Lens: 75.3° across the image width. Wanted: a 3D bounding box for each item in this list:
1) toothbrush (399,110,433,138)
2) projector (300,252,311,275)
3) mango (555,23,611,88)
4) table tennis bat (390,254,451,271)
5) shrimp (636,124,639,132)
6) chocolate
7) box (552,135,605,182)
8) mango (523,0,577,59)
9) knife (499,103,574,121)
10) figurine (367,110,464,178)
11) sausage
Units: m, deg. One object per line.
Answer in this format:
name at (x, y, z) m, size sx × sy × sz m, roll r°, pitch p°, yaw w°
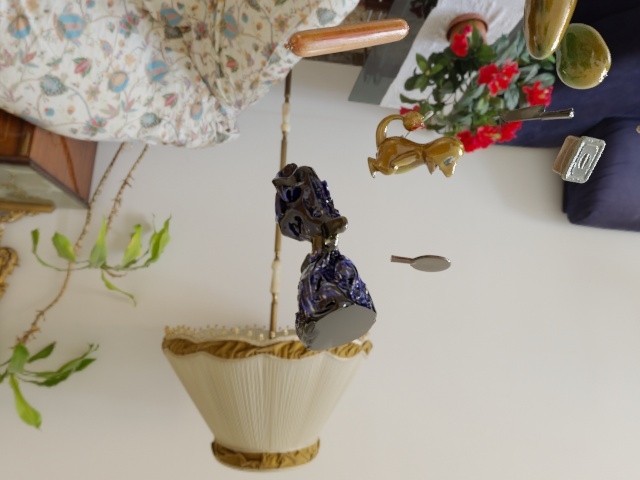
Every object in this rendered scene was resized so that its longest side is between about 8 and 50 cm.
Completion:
toothbrush at (0.337, -0.405, 1.488) m, size 0.018 × 0.024 × 0.257 m, roll -1°, pitch 172°, yaw -13°
projector at (-0.009, 0.096, 1.376) m, size 0.082 × 0.083 × 0.083 m, roll 9°, pitch 124°, yaw -30°
mango at (0.899, -0.641, 1.436) m, size 0.156 × 0.251 × 0.114 m, roll -17°, pitch 155°, yaw 33°
table tennis bat at (0.274, 0.106, 1.138) m, size 0.169 × 0.119 × 0.107 m, roll 8°, pitch 154°, yaw -2°
shrimp at (0.613, -0.185, 0.740) m, size 0.108 × 0.023 × 0.059 m, roll 8°, pitch -149°, yaw -18°
chocolate at (-0.003, -0.004, 0.685) m, size 0.126 × 0.344 × 0.148 m, roll 8°, pitch 141°, yaw -33°
box at (0.706, -0.228, 1.143) m, size 0.089 × 0.122 × 0.062 m, roll 6°, pitch -154°, yaw -18°
mango at (0.432, -0.431, 0.789) m, size 0.089 × 0.163 × 0.111 m, roll 14°, pitch -157°, yaw 26°
knife at (0.698, -0.416, 1.350) m, size 0.230 × 0.060 × 0.028 m, roll 9°, pitch 166°, yaw 45°
figurine at (0.181, -0.182, 0.787) m, size 0.176 × 0.123 × 0.121 m, roll 5°, pitch -160°, yaw 22°
sausage at (0.070, -0.461, 0.938) m, size 0.347 × 0.053 × 0.053 m, roll -22°, pitch 179°, yaw -26°
